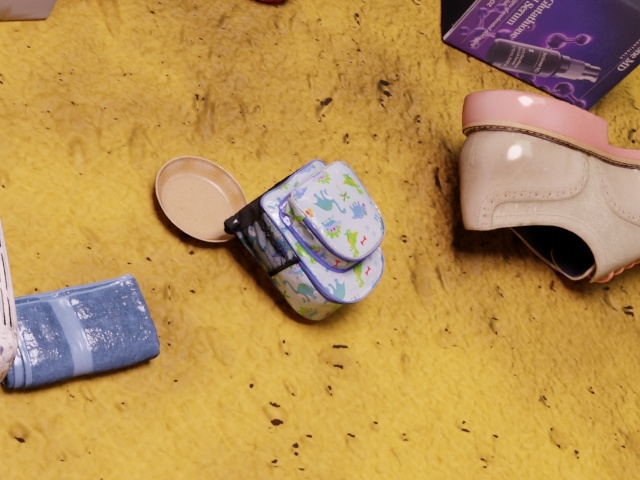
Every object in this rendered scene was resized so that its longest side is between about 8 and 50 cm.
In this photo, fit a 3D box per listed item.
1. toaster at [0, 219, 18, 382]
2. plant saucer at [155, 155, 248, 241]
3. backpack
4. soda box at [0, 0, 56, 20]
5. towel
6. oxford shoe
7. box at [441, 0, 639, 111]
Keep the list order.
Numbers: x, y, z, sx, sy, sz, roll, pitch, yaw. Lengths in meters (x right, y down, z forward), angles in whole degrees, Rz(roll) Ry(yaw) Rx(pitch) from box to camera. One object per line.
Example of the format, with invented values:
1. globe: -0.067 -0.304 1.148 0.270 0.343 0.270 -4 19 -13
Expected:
1. toaster: -0.275 0.027 0.708 0.146 0.129 0.227 3 55 -36
2. plant saucer: -0.098 -0.031 0.955 0.083 0.015 0.083 19 49 -24
3. backpack: 0.000 0.000 0.945 0.114 0.084 0.105 57 42 -5
4. soda box: -0.330 -0.225 0.879 0.286 0.098 0.091 -12 68 -40
5. towel: -0.172 0.064 0.822 0.119 0.029 0.067 -9 65 -39
6. oxford shoe: 0.282 -0.023 1.165 0.397 0.140 0.146 17 80 -30
7. box: 0.257 -0.258 1.279 0.207 0.153 0.108 22 48 -20
